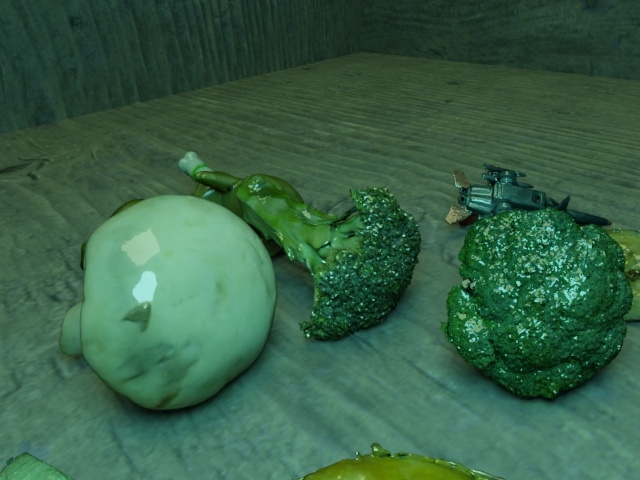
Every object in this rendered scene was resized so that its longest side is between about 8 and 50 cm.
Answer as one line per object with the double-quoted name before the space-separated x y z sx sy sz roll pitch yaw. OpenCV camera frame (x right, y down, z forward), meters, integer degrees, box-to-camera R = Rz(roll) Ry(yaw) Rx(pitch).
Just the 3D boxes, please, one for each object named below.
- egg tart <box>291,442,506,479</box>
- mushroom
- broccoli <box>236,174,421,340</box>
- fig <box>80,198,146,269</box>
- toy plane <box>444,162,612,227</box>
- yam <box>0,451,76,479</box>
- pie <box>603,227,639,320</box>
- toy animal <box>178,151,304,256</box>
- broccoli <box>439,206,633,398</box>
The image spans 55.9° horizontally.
"egg tart" 0.067 0.304 0.460 0.443 0.178 0.443 -4 24 2
"mushroom" -0.247 0.091 0.889 0.336 0.314 0.314 -14 18 33
"broccoli" 0.014 -0.019 1.031 0.252 0.221 0.361 -39 54 6
"fig" -0.392 -0.013 1.228 0.186 0.142 0.148 -1 -3 -20
"toy plane" 0.426 -0.069 1.234 0.327 0.104 0.222 6 55 15
"yam" -0.278 0.312 0.489 0.202 0.201 0.271 34 46 12
"pie" 0.519 0.050 1.031 0.274 0.055 0.274 -5 27 2
"toy animal" -0.206 -0.076 1.296 0.363 0.181 0.180 14 24 32
"broccoli" 0.284 0.080 0.843 0.270 0.269 0.270 -12 -6 -14
